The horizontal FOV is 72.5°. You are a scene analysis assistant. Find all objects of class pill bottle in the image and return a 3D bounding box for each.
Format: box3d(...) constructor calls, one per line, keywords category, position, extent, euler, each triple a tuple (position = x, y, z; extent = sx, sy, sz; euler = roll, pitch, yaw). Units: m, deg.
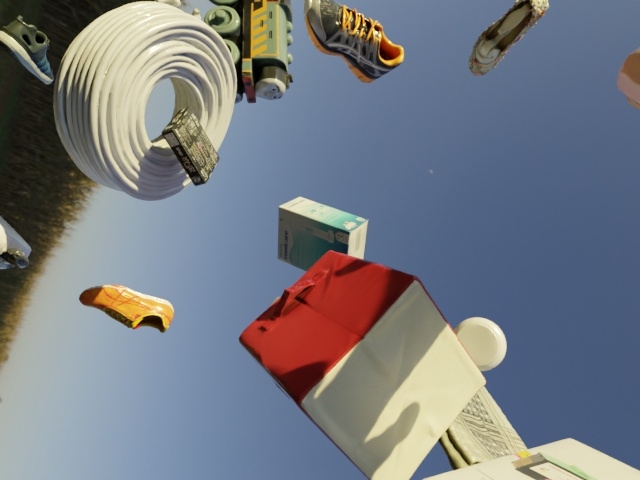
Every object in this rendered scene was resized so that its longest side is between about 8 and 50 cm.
box3d(category="pill bottle", position=(0.327, 0.214, 0.903), extent=(0.108, 0.180, 0.107), euler=(-5, -102, 23))

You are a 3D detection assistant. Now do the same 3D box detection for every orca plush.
box3d(category="orca plush", position=(-0.448, -0.005, 0.521), extent=(0.102, 0.151, 0.287), euler=(-41, -168, -23))

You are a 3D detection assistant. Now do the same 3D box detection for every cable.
box3d(category="cable", position=(-0.220, -0.180, 0.594), extent=(0.257, 0.089, 0.257), euler=(-47, 154, -40))

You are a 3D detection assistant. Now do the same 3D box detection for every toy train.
box3d(category="toy train", position=(-0.157, -0.462, 0.989), extent=(0.142, 0.190, 0.333), euler=(91, -4, -71))

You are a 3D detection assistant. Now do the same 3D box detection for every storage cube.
box3d(category="storage cube", position=(0.044, 0.149, 0.545), extent=(0.184, 0.215, 0.193), euler=(-43, -156, -16))

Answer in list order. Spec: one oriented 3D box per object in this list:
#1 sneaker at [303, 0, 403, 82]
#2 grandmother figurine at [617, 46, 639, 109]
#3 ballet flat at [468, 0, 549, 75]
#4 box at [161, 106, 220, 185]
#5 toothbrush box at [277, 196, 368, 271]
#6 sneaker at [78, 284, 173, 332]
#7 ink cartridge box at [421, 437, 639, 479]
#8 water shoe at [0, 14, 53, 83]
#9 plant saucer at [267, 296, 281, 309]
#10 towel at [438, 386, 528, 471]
box3d(category="sneaker", position=(0.057, -0.340, 0.720), extent=(0.083, 0.215, 0.084), euler=(-1, -100, 42))
box3d(category="grandmother figurine", position=(0.300, -0.084, 0.292), extent=(0.104, 0.207, 0.342), euler=(-6, -150, 22))
box3d(category="ballet flat", position=(0.437, -0.500, 1.061), extent=(0.091, 0.077, 0.241), euler=(50, -39, 8))
box3d(category="box", position=(-0.169, -0.125, 0.579), extent=(0.018, 0.083, 0.067), euler=(-12, -141, 18))
box3d(category="toothbrush box", position=(0.000, 0.000, 1.514), extent=(0.296, 0.126, 0.216), euler=(20, -58, 29))
box3d(category="sneaker", position=(-0.374, 0.133, 0.842), extent=(0.067, 0.175, 0.064), euler=(-91, -156, -46))
box3d(category="ink cartridge box", position=(0.232, 0.353, 0.468), extent=(0.117, 0.278, 0.201), euler=(13, -84, 59))
box3d(category="water shoe", position=(-0.588, -0.388, 0.903), extent=(0.080, 0.073, 0.203), euler=(-53, -164, -7))
box3d(category="plant saucer", position=(-0.063, 0.212, 0.888), extent=(0.188, 0.045, 0.188), euler=(162, -86, -69))
box3d(category="towel", position=(0.273, 0.316, 0.775), extent=(0.056, 0.312, 0.324), euler=(-42, -145, 16))
